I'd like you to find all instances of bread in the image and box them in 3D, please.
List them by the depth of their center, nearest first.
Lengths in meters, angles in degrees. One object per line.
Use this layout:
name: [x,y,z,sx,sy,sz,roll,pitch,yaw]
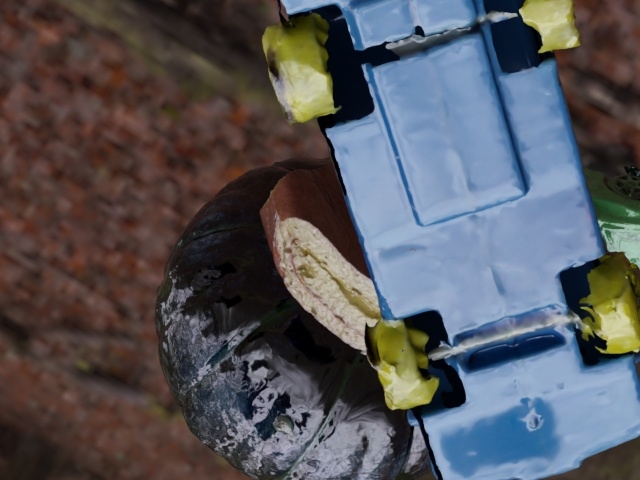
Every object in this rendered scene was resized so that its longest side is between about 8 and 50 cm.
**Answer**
bread: [0.000,0.001,1.525,0.119,0.067,0.192,30,-151,-35]

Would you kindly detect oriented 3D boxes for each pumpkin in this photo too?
pumpkin: [0.010,0.083,1.922,0.363,0.363,0.266,31,145,1]

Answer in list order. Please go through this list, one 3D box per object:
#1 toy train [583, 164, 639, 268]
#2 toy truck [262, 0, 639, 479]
toy train: [0.150,-0.008,1.231,0.149,0.081,0.099,21,132,20]
toy truck: [0.076,-0.053,1.043,0.162,0.161,0.385,-95,-13,-65]
